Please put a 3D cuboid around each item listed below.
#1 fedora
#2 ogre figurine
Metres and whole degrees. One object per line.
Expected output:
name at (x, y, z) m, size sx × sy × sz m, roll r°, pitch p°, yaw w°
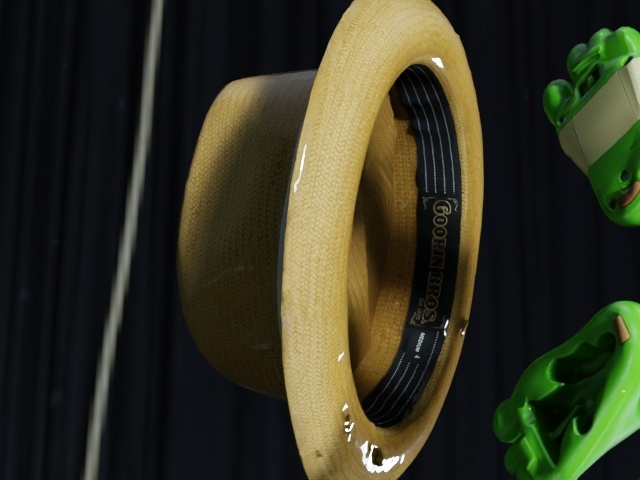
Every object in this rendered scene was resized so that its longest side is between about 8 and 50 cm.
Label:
fedora at (0.000, 0.000, 0.592) m, size 0.079 × 0.194 × 0.194 m, roll 8°, pitch 163°, yaw 22°
ogre figurine at (0.120, 0.017, 0.458) m, size 0.118 × 0.197 × 0.097 m, roll 14°, pitch 162°, yaw -28°
